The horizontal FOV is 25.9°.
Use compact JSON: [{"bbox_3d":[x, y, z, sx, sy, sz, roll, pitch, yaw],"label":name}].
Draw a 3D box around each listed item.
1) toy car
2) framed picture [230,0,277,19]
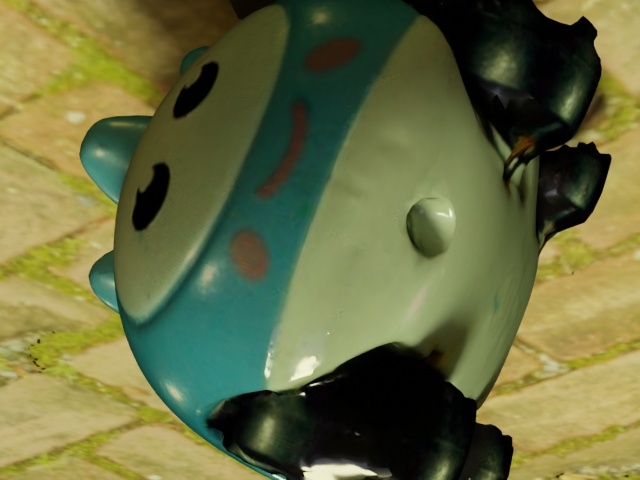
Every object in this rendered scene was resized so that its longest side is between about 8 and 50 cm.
[{"bbox_3d":[0.000,0.000,0.548,0.190,0.188,0.255,19,173,16],"label":"toy car"},{"bbox_3d":[0.033,-0.138,0.493,0.169,0.023,0.128,-4,143,15],"label":"framed picture"}]
